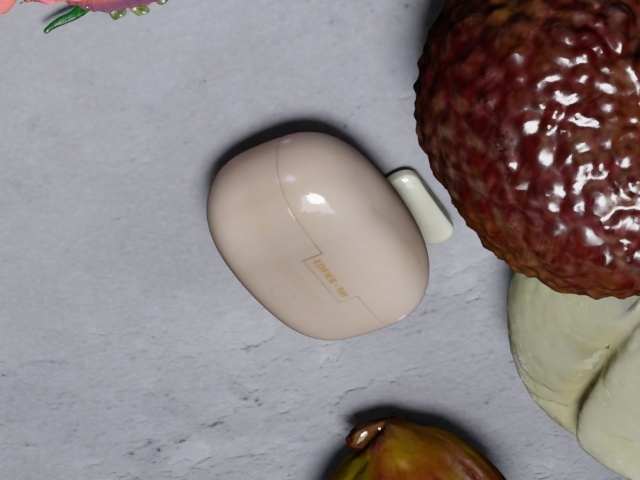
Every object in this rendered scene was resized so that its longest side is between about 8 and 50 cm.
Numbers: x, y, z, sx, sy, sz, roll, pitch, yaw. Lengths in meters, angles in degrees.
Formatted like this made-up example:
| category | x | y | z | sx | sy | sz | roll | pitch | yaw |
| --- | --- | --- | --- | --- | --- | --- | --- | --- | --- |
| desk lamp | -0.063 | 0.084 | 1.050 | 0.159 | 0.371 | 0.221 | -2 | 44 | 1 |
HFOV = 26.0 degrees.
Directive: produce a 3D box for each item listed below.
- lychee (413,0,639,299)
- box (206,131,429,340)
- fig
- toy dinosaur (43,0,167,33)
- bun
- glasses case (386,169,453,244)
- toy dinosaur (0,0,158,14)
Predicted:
| category | x | y | z | sx | sy | sz | roll | pitch | yaw |
| --- | --- | --- | --- | --- | --- | --- | --- | --- | --- |
| lychee | 0.194 | -0.085 | 0.944 | 0.261 | 0.260 | 0.260 | -5 | 134 | -6 |
| box | 0.000 | 0.000 | 1.089 | 0.146 | 0.088 | 0.200 | -21 | 134 | 22 |
| fig | 0.089 | 0.297 | 1.309 | 0.224 | 0.224 | 0.263 | 1 | 126 | -11 |
| toy dinosaur | -0.144 | -0.179 | 0.948 | 0.120 | 0.029 | 0.060 | -23 | 119 | 18 |
| bun | 0.339 | 0.073 | 1.139 | 0.365 | 0.219 | 0.365 | -6 | 131 | -7 |
| glasses case | 0.080 | -0.026 | 1.130 | 0.032 | 0.021 | 0.083 | -25 | 131 | 19 |
| toy dinosaur | -0.103 | -0.178 | 0.859 | 0.286 | 0.070 | 0.139 | -13 | 161 | 20 |
